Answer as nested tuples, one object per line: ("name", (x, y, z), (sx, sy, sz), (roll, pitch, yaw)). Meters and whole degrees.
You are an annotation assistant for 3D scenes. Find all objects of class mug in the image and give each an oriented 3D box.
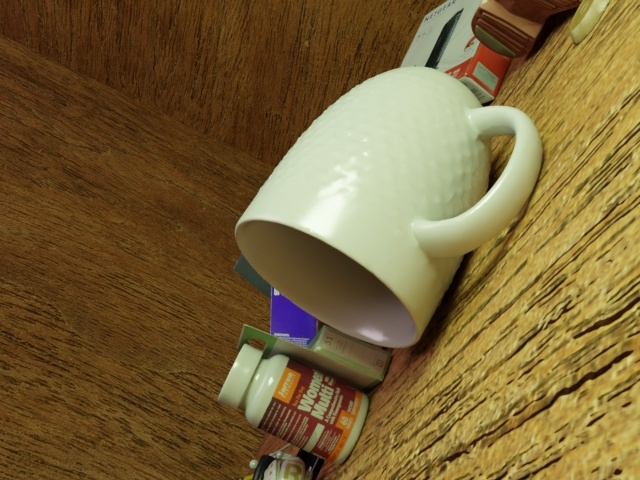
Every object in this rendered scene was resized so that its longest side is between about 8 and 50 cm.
("mug", (0.113, -0.067, 0.790), (0.374, 0.276, 0.328), (-3, 48, 55))

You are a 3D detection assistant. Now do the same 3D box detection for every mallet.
("mallet", (-0.151, 0.498, 1.283), (0.189, 0.039, 0.062), (-37, 20, 50))

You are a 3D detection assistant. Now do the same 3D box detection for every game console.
("game console", (-0.016, 0.439, 1.167), (0.107, 0.071, 0.122), (19, 84, 60))

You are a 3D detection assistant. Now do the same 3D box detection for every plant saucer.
("plant saucer", (0.332, -0.285, 0.747), (0.084, 0.015, 0.083), (-64, 0, 0))

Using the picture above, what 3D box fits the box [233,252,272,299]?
("box", (0.000, 0.000, 1.693), (0.395, 0.212, 0.294), (-5, -54, -58))

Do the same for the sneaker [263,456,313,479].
("sneaker", (-0.067, 0.428, 0.990), (0.293, 0.108, 0.169), (114, 175, -55))

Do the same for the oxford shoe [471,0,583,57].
("oxford shoe", (0.325, -0.404, 0.857), (0.147, 0.140, 0.397), (-57, 2, -4))

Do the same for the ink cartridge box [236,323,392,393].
("ink cartridge box", (-0.018, 0.186, 1.015), (0.171, 0.235, 0.056), (116, 178, -64))

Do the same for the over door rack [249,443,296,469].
("over door rack", (-0.124, 0.553, 1.397), (0.240, 0.108, 0.324), (-64, 0, -42))

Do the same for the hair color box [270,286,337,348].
("hair color box", (-0.031, 0.176, 1.286), (0.185, 0.110, 0.339), (7, -98, -75))

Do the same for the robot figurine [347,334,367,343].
("robot figurine", (0.079, 0.067, 1.093), (0.173, 0.209, 0.278), (-27, -17, -23))

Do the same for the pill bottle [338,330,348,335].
("pill bottle", (-0.053, 0.310, 1.548), (0.188, 0.187, 0.334), (-65, 0, -52))

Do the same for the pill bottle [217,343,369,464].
("pill bottle", (-0.044, 0.258, 0.968), (0.121, 0.221, 0.121), (-154, 90, -89))

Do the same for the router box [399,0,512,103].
("router box", (0.291, -0.407, 1.306), (0.301, 0.082, 0.335), (-65, 21, -14))
